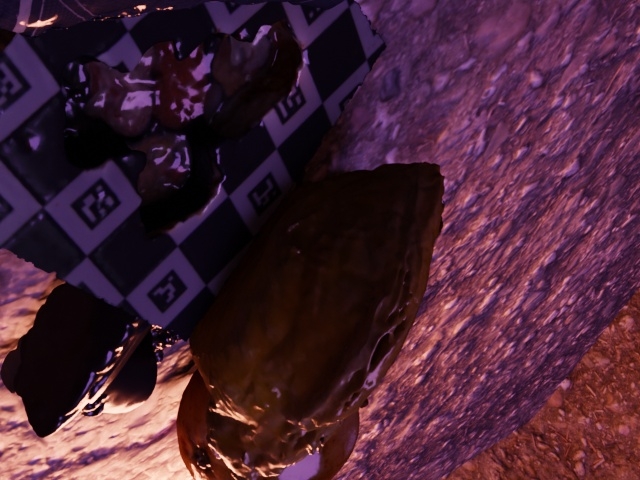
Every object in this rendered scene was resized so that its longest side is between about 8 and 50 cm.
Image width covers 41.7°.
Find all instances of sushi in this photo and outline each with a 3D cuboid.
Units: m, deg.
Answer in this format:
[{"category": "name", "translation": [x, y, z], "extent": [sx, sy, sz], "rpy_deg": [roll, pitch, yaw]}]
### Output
[{"category": "sushi", "translation": [-0.125, -0.116, 0.677], "extent": [0.339, 0.069, 0.320], "rpy_deg": [-56, 145, -3]}]

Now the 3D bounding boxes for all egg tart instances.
[{"category": "egg tart", "translation": [-0.010, 0.048, 0.842], "extent": [0.351, 0.153, 0.339], "rpy_deg": [-41, -160, 52]}]

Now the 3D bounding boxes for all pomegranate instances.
[{"category": "pomegranate", "translation": [-0.056, 0.242, 1.152], "extent": [0.270, 0.229, 0.252], "rpy_deg": [-26, 152, -37]}]

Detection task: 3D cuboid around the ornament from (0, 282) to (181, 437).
[{"category": "ornament", "translation": [-0.184, 0.092, 0.913], "extent": [0.251, 0.106, 0.260], "rpy_deg": [-51, 159, 17]}]

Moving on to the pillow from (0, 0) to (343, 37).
[{"category": "pillow", "translation": [-0.079, -0.211, 0.521], "extent": [0.335, 0.093, 0.161], "rpy_deg": [-19, 128, -40]}]
